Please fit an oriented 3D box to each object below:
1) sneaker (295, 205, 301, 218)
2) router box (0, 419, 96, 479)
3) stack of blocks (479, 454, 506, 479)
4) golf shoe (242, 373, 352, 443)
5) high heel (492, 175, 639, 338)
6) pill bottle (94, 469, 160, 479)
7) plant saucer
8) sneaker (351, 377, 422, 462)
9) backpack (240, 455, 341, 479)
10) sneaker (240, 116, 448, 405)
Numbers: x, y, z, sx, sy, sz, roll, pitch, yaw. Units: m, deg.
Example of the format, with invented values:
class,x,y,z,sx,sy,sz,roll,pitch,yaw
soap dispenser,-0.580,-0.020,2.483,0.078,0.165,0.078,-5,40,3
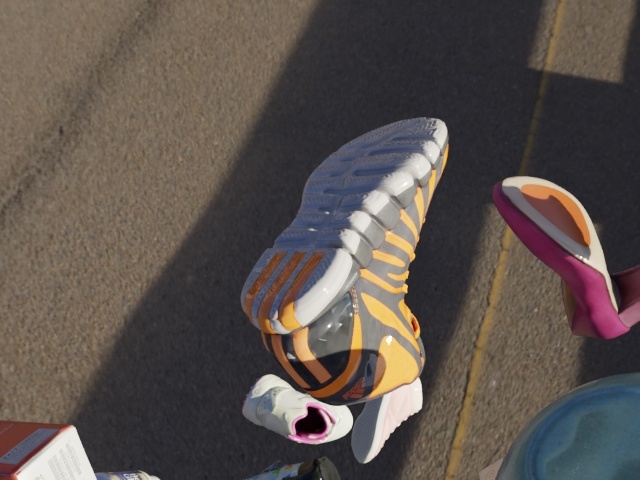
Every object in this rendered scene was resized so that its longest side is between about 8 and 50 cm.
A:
class,x,y,z,sx,sy,sz,roll,pitch,yaw
sneaker,0.000,0.000,0.971,0.047,0.057,0.119,-15,81,26
router box,-0.359,0.367,0.777,0.301,0.335,0.082,-6,20,28
stack of blocks,0.256,0.378,0.765,0.171,0.087,0.297,40,26,-15
golf shoe,-0.015,0.351,1.301,0.140,0.306,0.115,22,85,41
high heel,0.340,0.047,0.988,0.377,0.181,0.127,32,46,-23
pill bottle,-0.369,0.480,1.264,0.094,0.169,0.094,-6,73,20
plant saucer,0.187,0.144,0.431,0.195,0.195,0.037,-47,111,-26
sneaker,0.088,0.222,0.850,0.070,0.134,0.051,6,22,-28
backpack,-0.105,0.603,1.361,0.356,0.273,0.290,-19,81,7
sneaker,0.053,0.022,0.674,0.125,0.180,0.321,3,43,41
